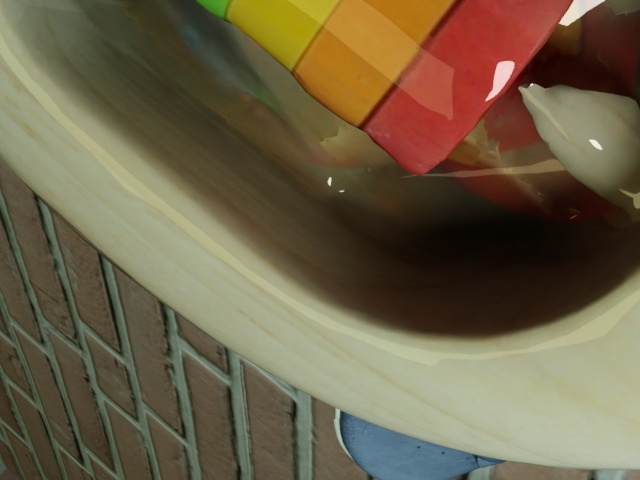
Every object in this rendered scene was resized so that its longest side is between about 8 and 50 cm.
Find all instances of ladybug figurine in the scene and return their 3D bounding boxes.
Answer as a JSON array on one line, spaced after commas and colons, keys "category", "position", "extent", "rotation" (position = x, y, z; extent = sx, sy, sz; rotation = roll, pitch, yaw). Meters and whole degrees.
[{"category": "ladybug figurine", "position": [0.016, -0.114, 0.447], "extent": [0.449, 0.162, 0.305], "rotation": [42, 120, -3]}]

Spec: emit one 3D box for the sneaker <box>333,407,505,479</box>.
[{"category": "sneaker", "position": [0.126, 0.060, 0.597], "extent": [0.131, 0.148, 0.350], "rotation": [27, 132, -23]}]
